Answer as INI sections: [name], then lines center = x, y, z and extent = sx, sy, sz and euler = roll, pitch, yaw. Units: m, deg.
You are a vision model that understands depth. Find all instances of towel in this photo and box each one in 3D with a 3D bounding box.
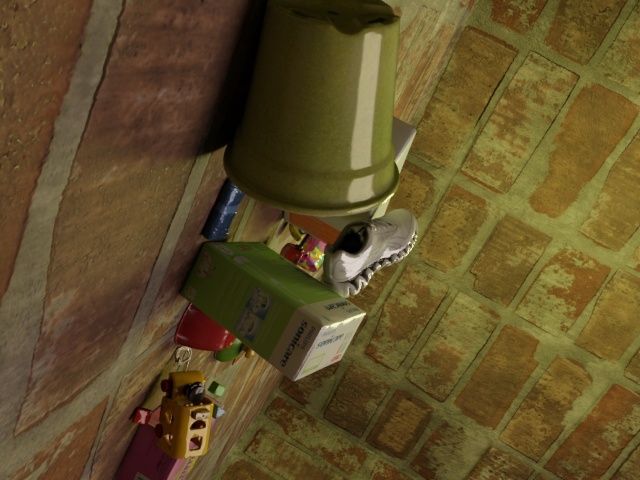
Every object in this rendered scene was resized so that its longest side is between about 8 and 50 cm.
[towel]
center = -0.167, -0.056, 1.109
extent = 0.119, 0.029, 0.067
euler = -62, 171, 15

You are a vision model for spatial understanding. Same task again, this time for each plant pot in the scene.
[plant pot]
center = 0.004, -0.215, 0.900
extent = 0.276, 0.276, 0.253
euler = -51, 157, -50

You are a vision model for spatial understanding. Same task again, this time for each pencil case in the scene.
[pencil case]
center = 0.000, 0.000, 2.154
extent = 0.236, 0.105, 0.104
euler = -58, 172, -25

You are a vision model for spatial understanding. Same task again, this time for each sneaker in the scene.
[sneaker]
center = 0.110, 0.000, 1.319
extent = 0.292, 0.110, 0.118
euler = -38, 133, -36

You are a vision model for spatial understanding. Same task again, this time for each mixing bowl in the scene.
[mixing bowl]
center = -0.221, 0.170, 1.340
extent = 0.181, 0.098, 0.181
euler = -58, 173, -12

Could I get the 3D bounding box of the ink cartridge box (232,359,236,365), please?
[ink cartridge box]
center = -0.178, 0.290, 2.180
extent = 0.261, 0.066, 0.296
euler = -65, 171, 24

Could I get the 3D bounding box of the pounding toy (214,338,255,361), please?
[pounding toy]
center = -0.203, 0.272, 1.779
extent = 0.183, 0.110, 0.236
euler = -53, 170, -44

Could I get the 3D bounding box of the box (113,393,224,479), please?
[box]
center = -0.371, 0.505, 1.522
extent = 0.213, 0.117, 0.243
euler = -62, 173, 13

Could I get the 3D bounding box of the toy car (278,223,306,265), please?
[toy car]
center = -0.100, 0.038, 1.715
extent = 0.225, 0.053, 0.239
euler = -54, -167, 38

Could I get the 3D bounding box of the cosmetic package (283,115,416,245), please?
[cosmetic package]
center = 0.048, -0.140, 1.452
extent = 0.161, 0.230, 0.453
euler = -57, 171, -20

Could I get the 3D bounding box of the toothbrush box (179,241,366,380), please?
[toothbrush box]
center = -0.087, 0.121, 1.188
extent = 0.122, 0.283, 0.206
euler = -63, 159, 12

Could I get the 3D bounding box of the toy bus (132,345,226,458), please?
[toy bus]
center = -0.281, 0.364, 1.337
extent = 0.191, 0.104, 0.202
euler = -47, 127, -25
